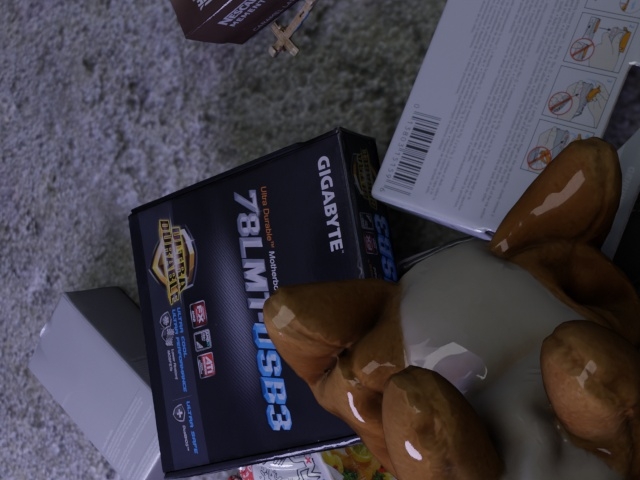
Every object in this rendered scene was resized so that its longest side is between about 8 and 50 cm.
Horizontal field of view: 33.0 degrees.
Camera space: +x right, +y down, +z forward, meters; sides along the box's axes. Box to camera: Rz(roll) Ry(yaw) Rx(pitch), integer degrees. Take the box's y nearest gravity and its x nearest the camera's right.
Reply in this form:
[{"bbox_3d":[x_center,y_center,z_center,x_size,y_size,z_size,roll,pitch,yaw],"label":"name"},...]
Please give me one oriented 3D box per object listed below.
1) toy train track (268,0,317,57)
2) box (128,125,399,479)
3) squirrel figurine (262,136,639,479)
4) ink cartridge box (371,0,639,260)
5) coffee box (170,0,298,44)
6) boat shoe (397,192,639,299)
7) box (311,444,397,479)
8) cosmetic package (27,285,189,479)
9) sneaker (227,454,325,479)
[{"bbox_3d":[-0.033,-0.236,1.190,0.083,0.014,0.048,-49,67,26],"label":"toy train track"},{"bbox_3d":[-0.055,0.072,1.080,0.293,0.073,0.295,-18,75,36],"label":"box"},{"bbox_3d":[0.170,0.203,0.781,0.281,0.397,0.370,-22,51,-7],"label":"squirrel figurine"},{"bbox_3d":[0.201,-0.128,0.965,0.239,0.060,0.275,21,87,31],"label":"ink cartridge box"},{"bbox_3d":[-0.115,-0.358,1.184,0.141,0.098,0.246,-32,75,34],"label":"coffee box"},{"bbox_3d":[0.191,0.037,1.005,0.335,0.095,0.112,-17,84,34],"label":"boat shoe"},{"bbox_3d":[0.004,0.180,1.119,0.063,0.067,0.324,-26,60,-11],"label":"box"},{"bbox_3d":[-0.236,0.176,1.310,0.238,0.107,0.127,45,117,27],"label":"cosmetic package"},{"bbox_3d":[-0.078,0.285,1.217,0.270,0.090,0.145,-16,83,31],"label":"sneaker"}]
